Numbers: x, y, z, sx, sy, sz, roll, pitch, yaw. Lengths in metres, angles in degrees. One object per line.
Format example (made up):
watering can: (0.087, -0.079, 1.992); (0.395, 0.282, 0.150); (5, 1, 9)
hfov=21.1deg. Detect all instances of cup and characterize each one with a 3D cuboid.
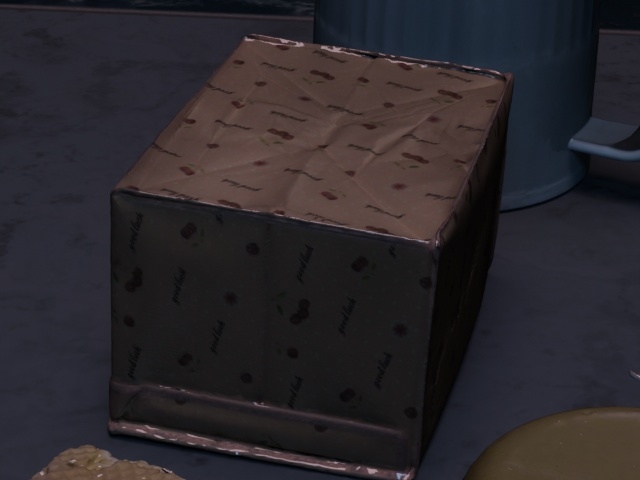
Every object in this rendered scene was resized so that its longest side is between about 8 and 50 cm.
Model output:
cup: (0.137, -0.205, 1.465); (0.257, 0.311, 0.331); (-17, 34, -28)

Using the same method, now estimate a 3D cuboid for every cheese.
cheese: (0.173, 0.169, 1.019); (0.202, 0.091, 0.175); (5, 29, 10)

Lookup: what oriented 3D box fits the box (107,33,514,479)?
box: (0.000, 0.000, 1.220); (0.225, 0.190, 0.297); (9, 30, 11)

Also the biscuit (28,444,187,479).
biscuit: (-0.167, 0.202, 0.979); (0.108, 0.062, 0.239); (15, 31, 27)

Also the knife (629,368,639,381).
knife: (0.269, 0.083, 1.190); (0.123, 0.053, 0.278); (30, 20, 2)
